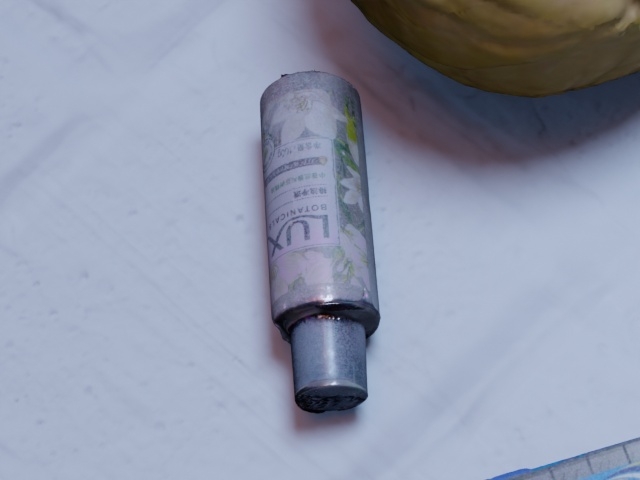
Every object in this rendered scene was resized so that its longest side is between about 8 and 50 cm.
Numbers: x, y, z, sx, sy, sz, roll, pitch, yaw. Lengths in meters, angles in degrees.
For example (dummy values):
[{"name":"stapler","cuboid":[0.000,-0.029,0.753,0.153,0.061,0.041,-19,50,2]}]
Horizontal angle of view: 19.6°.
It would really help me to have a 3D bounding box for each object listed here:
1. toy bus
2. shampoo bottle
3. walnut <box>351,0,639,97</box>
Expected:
[{"name":"toy bus","cuboid":[0.137,0.152,1.023,0.153,0.051,0.061,-16,46,4]},{"name":"shampoo bottle","cuboid":[0.000,0.000,1.128,0.072,0.072,0.214,-9,60,8]},{"name":"walnut","cuboid":[0.132,-0.252,1.119,0.332,0.333,0.333,-6,60,10]}]
